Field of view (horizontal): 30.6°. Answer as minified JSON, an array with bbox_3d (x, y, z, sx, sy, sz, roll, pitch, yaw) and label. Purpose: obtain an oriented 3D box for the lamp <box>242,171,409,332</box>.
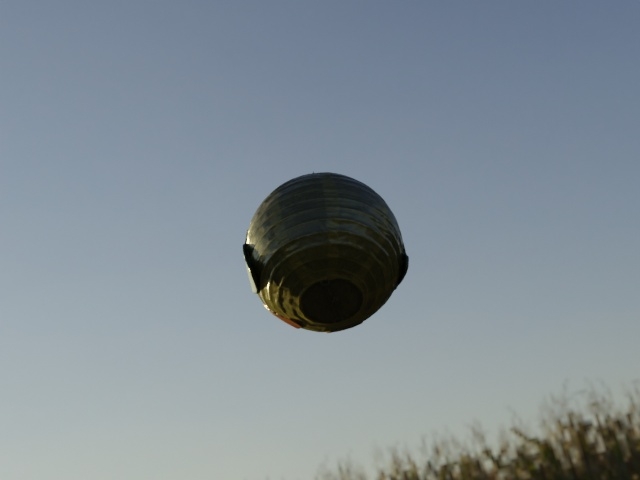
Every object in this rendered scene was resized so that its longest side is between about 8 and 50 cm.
[{"bbox_3d":[0.000,0.000,1.793,0.250,0.284,0.250,-4,-47,-5],"label":"lamp"}]
